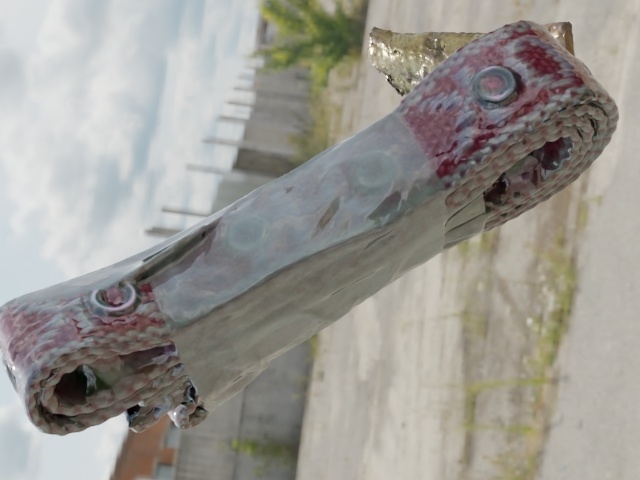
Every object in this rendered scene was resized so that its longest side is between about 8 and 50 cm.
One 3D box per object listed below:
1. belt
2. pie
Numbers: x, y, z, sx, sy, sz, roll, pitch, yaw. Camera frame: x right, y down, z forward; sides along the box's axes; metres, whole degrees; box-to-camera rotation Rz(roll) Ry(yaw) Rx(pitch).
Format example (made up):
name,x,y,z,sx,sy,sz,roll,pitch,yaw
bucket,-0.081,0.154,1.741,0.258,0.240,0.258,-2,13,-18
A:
name,x,y,z,sx,sy,sz,roll,pitch,yaw
belt,0.000,0.000,0.429,0.053,0.232,0.071,56,170,30
pie,0.098,-0.101,0.769,0.034,0.170,0.092,-40,-55,-31
